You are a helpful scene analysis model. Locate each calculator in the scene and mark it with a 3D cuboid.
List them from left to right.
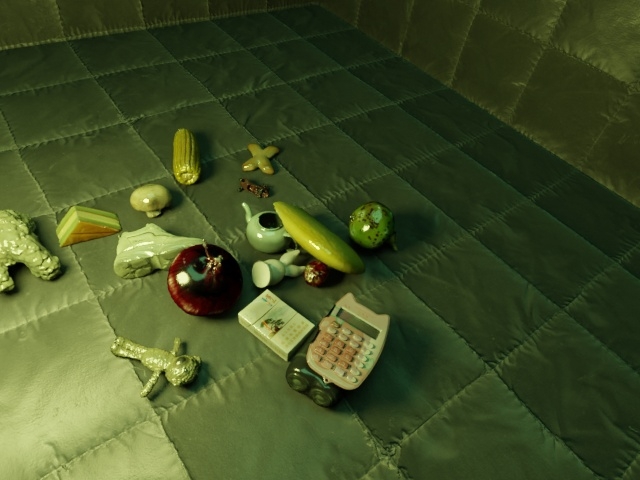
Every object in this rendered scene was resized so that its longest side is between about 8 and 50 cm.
[{"bbox_3d":[0.088,0.331,1.471,0.220,0.048,0.330,31,49,8],"label":"calculator"}]

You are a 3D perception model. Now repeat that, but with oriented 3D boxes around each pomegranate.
[{"bbox_3d":[0.237,-0.052,1.916,0.263,0.211,0.211,24,42,-22],"label":"pomegranate"}]

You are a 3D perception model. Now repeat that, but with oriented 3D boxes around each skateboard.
[{"bbox_3d":[-0.303,-0.244,2.088,0.151,0.067,0.080,23,37,4],"label":"skateboard"}]

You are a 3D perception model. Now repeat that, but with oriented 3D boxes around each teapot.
[{"bbox_3d":[-0.206,-0.041,1.858,0.294,0.130,0.193,32,50,19],"label":"teapot"}]

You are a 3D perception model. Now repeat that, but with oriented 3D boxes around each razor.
[{"bbox_3d":[0.046,0.381,1.517,0.204,0.114,0.349,31,47,14],"label":"razor"}]

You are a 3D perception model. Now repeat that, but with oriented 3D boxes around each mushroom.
[{"bbox_3d":[-0.707,-0.169,1.893,0.166,0.127,0.166,1,24,-1],"label":"mushroom"}]

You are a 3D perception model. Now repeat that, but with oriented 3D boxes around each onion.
[{"bbox_3d":[-0.389,0.122,1.582,0.272,0.285,0.273,20,46,-22],"label":"onion"},{"bbox_3d":[-0.016,0.131,1.760,0.107,0.097,0.107,-18,49,22],"label":"onion"}]

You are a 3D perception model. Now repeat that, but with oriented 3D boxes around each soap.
[{"bbox_3d":[-0.002,0.002,1.791,0.427,0.306,0.115,40,95,30],"label":"soap"}]

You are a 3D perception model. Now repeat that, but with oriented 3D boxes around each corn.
[{"bbox_3d":[-0.624,-0.397,2.115,0.131,0.131,0.345,-4,47,-14],"label":"corn"}]

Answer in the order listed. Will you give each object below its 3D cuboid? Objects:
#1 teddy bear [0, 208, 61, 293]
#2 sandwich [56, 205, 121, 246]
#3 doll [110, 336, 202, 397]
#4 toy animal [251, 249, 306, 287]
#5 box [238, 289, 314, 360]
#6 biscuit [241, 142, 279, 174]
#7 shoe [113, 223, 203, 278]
[{"bbox_3d":[-1.156,0.064,1.569,0.367,0.225,0.357,-40,65,-20],"label":"teddy bear"},{"bbox_3d":[-0.922,-0.043,1.809,0.187,0.144,0.117,16,32,-49],"label":"sandwich"},{"bbox_3d":[-0.521,0.373,1.452,0.285,0.091,0.202,32,37,33],"label":"doll"},{"bbox_3d":[-0.168,0.114,1.754,0.220,0.130,0.104,-12,75,-52],"label":"toy animal"},{"bbox_3d":[-0.156,0.294,1.595,0.233,0.067,0.149,33,50,21],"label":"box"},{"bbox_3d":[-0.294,-0.408,2.245,0.164,0.047,0.208,9,46,-4],"label":"biscuit"},{"bbox_3d":[-0.612,0.009,1.733,0.341,0.132,0.211,-11,53,-16],"label":"shoe"}]
